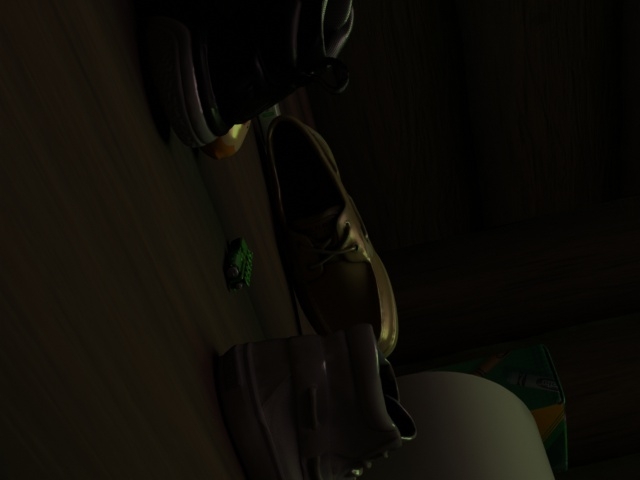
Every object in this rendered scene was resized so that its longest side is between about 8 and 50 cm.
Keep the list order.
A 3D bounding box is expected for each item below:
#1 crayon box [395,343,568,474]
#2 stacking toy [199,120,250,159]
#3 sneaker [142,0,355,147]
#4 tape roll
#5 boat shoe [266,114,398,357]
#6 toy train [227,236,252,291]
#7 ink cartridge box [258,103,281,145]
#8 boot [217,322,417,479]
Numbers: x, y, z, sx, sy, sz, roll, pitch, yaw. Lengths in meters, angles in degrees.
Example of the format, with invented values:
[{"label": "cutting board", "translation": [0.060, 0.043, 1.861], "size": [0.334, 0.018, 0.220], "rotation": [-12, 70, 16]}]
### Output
[{"label": "crayon box", "translation": [0.130, 0.220, 1.245], "size": [0.165, 0.278, 0.081], "rotation": [73, 5, -51]}, {"label": "stacking toy", "translation": [-0.072, -0.212, 0.938], "size": [0.175, 0.166, 0.302], "rotation": [45, 46, -66]}, {"label": "sneaker", "translation": [-0.057, -0.201, 0.819], "size": [0.101, 0.153, 0.268], "rotation": [70, 7, -66]}, {"label": "tape roll", "translation": [0.115, 0.272, 1.094], "size": [0.169, 0.246, 0.246], "rotation": [-98, 174, -54]}, {"label": "boat shoe", "translation": [0.000, 0.000, 1.436], "size": [0.110, 0.121, 0.341], "rotation": [52, 15, -72]}, {"label": "toy train", "translation": [-0.069, 0.019, 0.942], "size": [0.083, 0.017, 0.024], "rotation": [-93, 160, -71]}, {"label": "ink cartridge box", "translation": [-0.076, -0.193, 1.562], "size": [0.063, 0.029, 0.115], "rotation": [-85, 160, -78]}, {"label": "boot", "translation": [0.014, 0.166, 0.837], "size": [0.095, 0.123, 0.258], "rotation": [-100, 175, -45]}]
